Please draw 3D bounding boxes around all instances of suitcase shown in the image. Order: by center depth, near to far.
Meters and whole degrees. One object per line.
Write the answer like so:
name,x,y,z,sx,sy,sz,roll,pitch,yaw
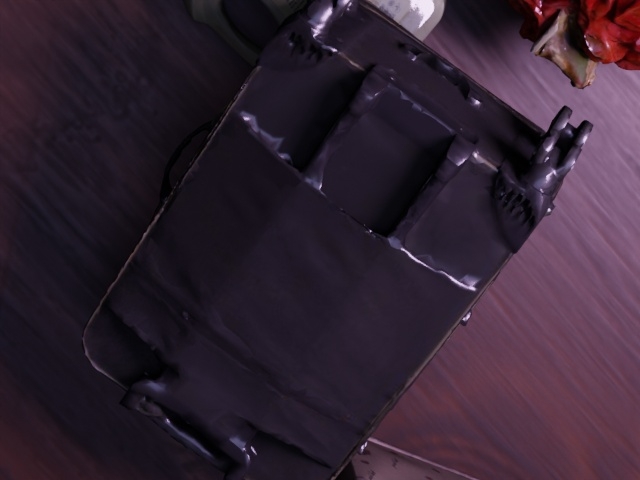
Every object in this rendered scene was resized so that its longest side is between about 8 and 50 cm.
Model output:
suitcase,0.000,0.000,1.370,0.283,0.194,0.434,36,116,1

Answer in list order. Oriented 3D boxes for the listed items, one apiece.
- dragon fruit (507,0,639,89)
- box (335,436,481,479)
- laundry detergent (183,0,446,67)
dragon fruit,0.290,-0.281,1.353,0.277,0.277,0.342,41,97,-11
box,0.069,0.358,1.498,0.225,0.190,0.297,22,100,-9
laundry detergent,-0.027,-0.238,1.423,0.253,0.091,0.181,39,106,-11
